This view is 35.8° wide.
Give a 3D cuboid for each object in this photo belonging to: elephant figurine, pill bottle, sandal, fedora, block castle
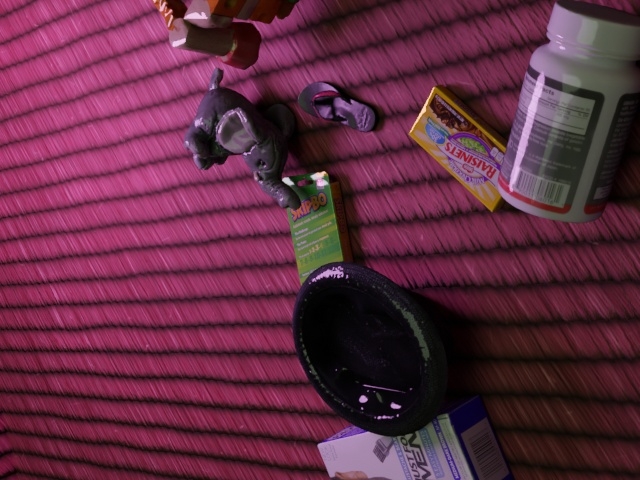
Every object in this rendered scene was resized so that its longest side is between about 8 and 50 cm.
[{"bbox_3d":[-0.123,-0.191,1.867,0.239,0.169,0.186,15,148,34],"label":"elephant figurine"},{"bbox_3d":[0.359,-0.182,1.396,0.161,0.161,0.283,29,120,34],"label":"pill bottle"},{"bbox_3d":[0.024,-0.240,1.776,0.179,0.040,0.067,25,119,36],"label":"sandal"},{"bbox_3d":[0.111,0.174,1.736,0.334,0.152,0.334,14,111,39],"label":"fedora"},{"bbox_3d":[-0.120,-0.550,1.712,0.453,0.213,0.303,-53,54,31],"label":"block castle"}]

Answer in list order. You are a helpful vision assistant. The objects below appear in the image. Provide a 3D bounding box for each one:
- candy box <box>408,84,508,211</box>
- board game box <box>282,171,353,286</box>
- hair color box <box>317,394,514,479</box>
[{"bbox_3d":[0.238,-0.151,1.611,0.206,0.027,0.105,46,132,24],"label":"candy box"},{"bbox_3d":[0.000,0.000,1.873,0.124,0.039,0.259,-4,102,43],"label":"board game box"},{"bbox_3d":[0.167,0.409,1.787,0.339,0.110,0.185,-25,85,46],"label":"hair color box"}]
